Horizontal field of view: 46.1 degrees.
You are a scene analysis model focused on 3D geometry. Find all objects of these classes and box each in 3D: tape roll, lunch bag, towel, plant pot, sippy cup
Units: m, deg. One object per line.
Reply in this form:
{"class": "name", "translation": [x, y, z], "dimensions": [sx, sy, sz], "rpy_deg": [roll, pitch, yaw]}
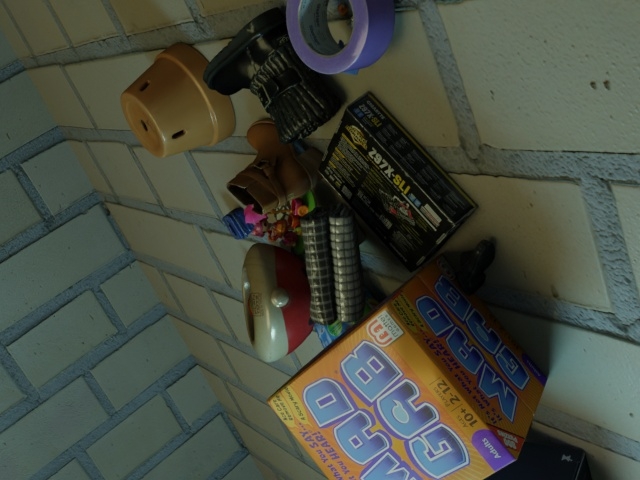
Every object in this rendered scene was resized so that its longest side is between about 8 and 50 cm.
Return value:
{"class": "tape roll", "translation": [0.034, -0.393, 1.329], "dimensions": [0.189, 0.080, 0.189], "rpy_deg": [19, 119, 38]}
{"class": "lunch bag", "translation": [-0.257, -0.047, 2.345], "dimensions": [0.098, 0.065, 0.067], "rpy_deg": [59, 154, -12]}
{"class": "towel", "translation": [0.026, 0.044, 1.662], "dimensions": [0.284, 0.121, 0.235], "rpy_deg": [-62, -35, -81]}
{"class": "plant pot", "translation": [-0.400, -0.358, 2.035], "dimensions": [0.291, 0.203, 0.291], "rpy_deg": [40, 152, 27]}
{"class": "sippy cup", "translation": [0.096, 0.241, 1.959], "dimensions": [0.224, 0.240, 0.305], "rpy_deg": [56, 133, 17]}

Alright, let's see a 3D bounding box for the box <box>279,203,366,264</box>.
{"class": "box", "translation": [0.000, 0.000, 1.938], "dimensions": [0.113, 0.094, 0.275], "rpy_deg": [55, 155, -4]}

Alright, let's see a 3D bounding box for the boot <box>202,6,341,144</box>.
{"class": "boot", "translation": [-0.118, -0.329, 1.678], "dimensions": [0.260, 0.131, 0.348], "rpy_deg": [57, 154, -7]}

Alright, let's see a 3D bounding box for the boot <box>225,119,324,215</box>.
{"class": "boot", "translation": [-0.141, -0.173, 1.809], "dimensions": [0.283, 0.220, 0.109], "rpy_deg": [37, 149, 30]}

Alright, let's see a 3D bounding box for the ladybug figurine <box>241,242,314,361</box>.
{"class": "ladybug figurine", "translation": [-0.106, 0.154, 1.930], "dimensions": [0.449, 0.161, 0.305], "rpy_deg": [162, 102, -80]}

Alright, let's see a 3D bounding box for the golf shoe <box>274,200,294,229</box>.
{"class": "golf shoe", "translation": [-0.071, -0.086, 1.970], "dimensions": [0.094, 0.077, 0.198], "rpy_deg": [36, 151, 31]}

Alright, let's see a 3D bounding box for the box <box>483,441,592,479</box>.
{"class": "box", "translation": [0.498, 0.703, 1.705], "dimensions": [0.212, 0.293, 0.396], "rpy_deg": [0, 124, 36]}

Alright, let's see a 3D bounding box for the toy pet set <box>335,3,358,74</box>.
{"class": "toy pet set", "translation": [0.056, -0.373, 1.407], "dimensions": [0.122, 0.065, 0.114], "rpy_deg": [48, 154, 12]}

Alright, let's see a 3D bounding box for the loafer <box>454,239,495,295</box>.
{"class": "loafer", "translation": [0.306, 0.047, 1.526], "dimensions": [0.061, 0.062, 0.170], "rpy_deg": [47, 153, 24]}

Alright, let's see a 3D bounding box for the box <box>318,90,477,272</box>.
{"class": "box", "translation": [0.148, -0.112, 1.572], "dimensions": [0.322, 0.079, 0.257], "rpy_deg": [48, 152, 10]}

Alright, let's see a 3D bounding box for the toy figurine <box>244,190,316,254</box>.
{"class": "toy figurine", "translation": [-0.111, -0.049, 1.834], "dimensions": [0.130, 0.159, 0.173], "rpy_deg": [-125, 44, -56]}

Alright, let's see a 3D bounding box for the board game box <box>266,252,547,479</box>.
{"class": "board game box", "translation": [0.189, 0.307, 1.550], "dimensions": [0.356, 0.356, 0.356], "rpy_deg": [-43, 84, 28]}
